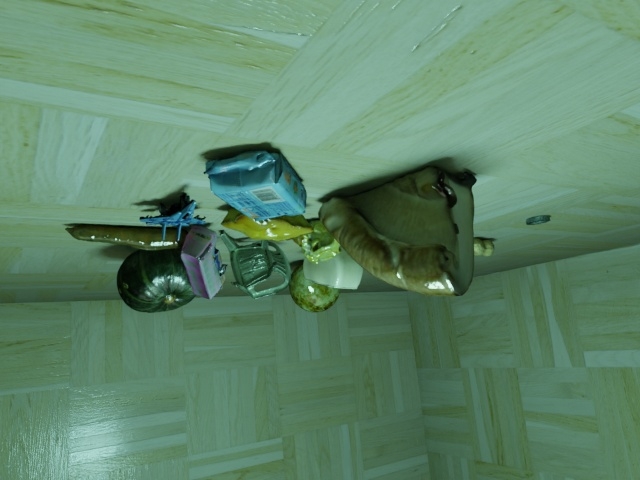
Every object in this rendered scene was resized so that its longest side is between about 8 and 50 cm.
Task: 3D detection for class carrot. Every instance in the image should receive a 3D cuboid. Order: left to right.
[{"bbox_3d":[-0.552,-0.010,1.430,0.342,0.070,0.070,3,165,-31],"label":"carrot"}]

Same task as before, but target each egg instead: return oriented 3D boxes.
[{"bbox_3d":[-0.035,0.213,2.304,0.238,0.238,0.289,-11,154,25],"label":"egg"}]

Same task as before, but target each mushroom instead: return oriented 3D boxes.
[{"bbox_3d":[0.184,-0.006,1.263,0.397,0.314,0.224,-7,166,35],"label":"mushroom"}]

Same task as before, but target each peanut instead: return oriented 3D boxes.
[{"bbox_3d":[0.700,0.029,2.145,0.187,0.082,0.082,6,164,-39],"label":"peanut"}]

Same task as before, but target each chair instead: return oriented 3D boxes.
[{"bbox_3d":[-0.206,0.075,1.670,0.190,0.203,0.275,-16,164,-4],"label":"chair"}]

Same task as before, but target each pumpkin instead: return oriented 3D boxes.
[{"bbox_3d":[-0.549,0.124,1.701,0.300,0.207,0.300,-19,160,-7],"label":"pumpkin"}]

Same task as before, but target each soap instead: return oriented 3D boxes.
[{"bbox_3d":[-0.129,-0.115,1.076,0.156,0.077,0.293,-7,167,10],"label":"soap"}]

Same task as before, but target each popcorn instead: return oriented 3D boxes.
[{"bbox_3d":[0.000,0.000,1.563,0.162,0.141,0.135,11,-137,46],"label":"popcorn"}]

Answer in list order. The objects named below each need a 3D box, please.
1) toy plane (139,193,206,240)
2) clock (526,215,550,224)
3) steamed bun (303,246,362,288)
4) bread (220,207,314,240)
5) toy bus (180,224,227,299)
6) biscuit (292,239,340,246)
[{"bbox_3d":[-0.349,-0.068,1.216,0.169,0.078,0.246,2,160,-30],"label":"toy plane"},{"bbox_3d":[0.812,-0.075,1.835,0.085,0.017,0.085,-5,168,-1],"label":"clock"},{"bbox_3d":[0.045,0.095,1.925,0.146,0.164,0.241,4,-177,-36],"label":"steamed bun"},{"bbox_3d":[-0.145,-0.054,1.351,0.233,0.088,0.160,9,157,-42],"label":"bread"},{"bbox_3d":[-0.365,0.074,1.549,0.090,0.112,0.274,18,145,11],"label":"toy bus"},{"bbox_3d":[-0.006,0.003,1.684,0.183,0.061,0.118,14,155,-23],"label":"biscuit"}]
